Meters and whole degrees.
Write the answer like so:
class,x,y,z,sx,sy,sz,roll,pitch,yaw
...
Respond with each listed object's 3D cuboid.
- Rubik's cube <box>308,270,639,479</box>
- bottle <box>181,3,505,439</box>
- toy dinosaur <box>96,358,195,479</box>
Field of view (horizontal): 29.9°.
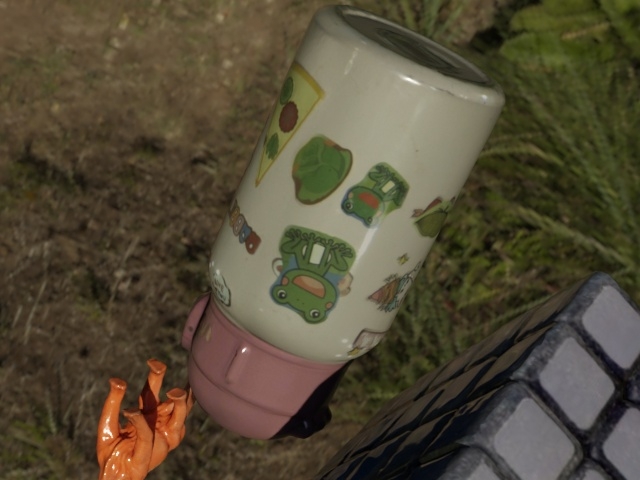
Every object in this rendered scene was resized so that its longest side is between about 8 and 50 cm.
class,x,y,z,sx,sy,sz,roll,pitch,yaw
Rubik's cube,0.100,0.198,0.611,0.238,0.237,0.237,48,55,0
bottle,0.000,0.000,0.695,0.120,0.253,0.120,24,19,-9
toy dinosaur,-0.148,0.160,0.931,0.055,0.101,0.279,17,32,22
